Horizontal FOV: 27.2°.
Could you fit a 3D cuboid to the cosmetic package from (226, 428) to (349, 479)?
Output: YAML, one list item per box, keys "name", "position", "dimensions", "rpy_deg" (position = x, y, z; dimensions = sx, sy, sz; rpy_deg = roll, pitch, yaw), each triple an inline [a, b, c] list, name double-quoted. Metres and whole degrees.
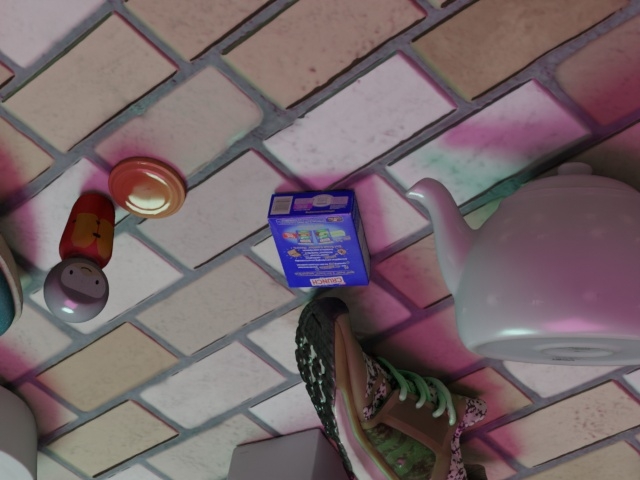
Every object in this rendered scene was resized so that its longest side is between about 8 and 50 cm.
- name: "cosmetic package"
  position: [-0.021, 0.402, 1.671]
  dimensions: [0.138, 0.224, 0.224]
  rpy_deg: [-17, 128, 26]

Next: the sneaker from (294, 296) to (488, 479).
- name: "sneaker"
  position: [0.097, 0.200, 1.544]
  dimensions: [0.182, 0.158, 0.410]
  rpy_deg: [-27, 129, -6]

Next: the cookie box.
- name: "cookie box"
  position: [0.000, 0.000, 1.394]
  dimensions: [0.092, 0.040, 0.107]
  rpy_deg: [-2, 134, 13]

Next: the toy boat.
- name: "toy boat"
  position: [-0.371, 0.030, 1.413]
  dimensions: [0.318, 0.148, 0.267]
  rpy_deg: [-6, 141, 14]

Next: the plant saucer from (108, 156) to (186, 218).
- name: "plant saucer"
  position: [-0.184, -0.053, 1.398]
  dimensions: [0.083, 0.013, 0.083]
  rpy_deg: [6, 136, 6]

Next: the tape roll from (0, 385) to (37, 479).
- name: "tape roll"
  position: [-0.507, 0.285, 1.692]
  dimensions: [0.286, 0.100, 0.286]
  rpy_deg: [-5, 140, -4]

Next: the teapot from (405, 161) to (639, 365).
- name: "teapot"
  position: [0.253, 0.017, 1.269]
  dimensions: [0.256, 0.187, 0.252]
  rpy_deg: [15, 163, -42]
